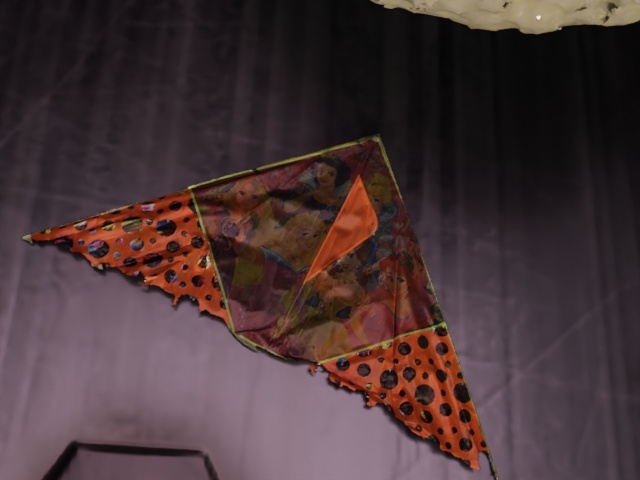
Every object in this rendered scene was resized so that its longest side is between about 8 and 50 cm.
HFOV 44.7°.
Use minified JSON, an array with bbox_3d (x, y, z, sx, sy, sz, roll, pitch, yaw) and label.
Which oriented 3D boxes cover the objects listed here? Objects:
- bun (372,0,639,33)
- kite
[{"bbox_3d":[0.132,-0.237,0.337,0.362,0.234,0.326,-36,71,-3],"label":"bun"},{"bbox_3d":[0.000,0.000,0.340,0.222,0.008,0.125,27,65,2],"label":"kite"}]
